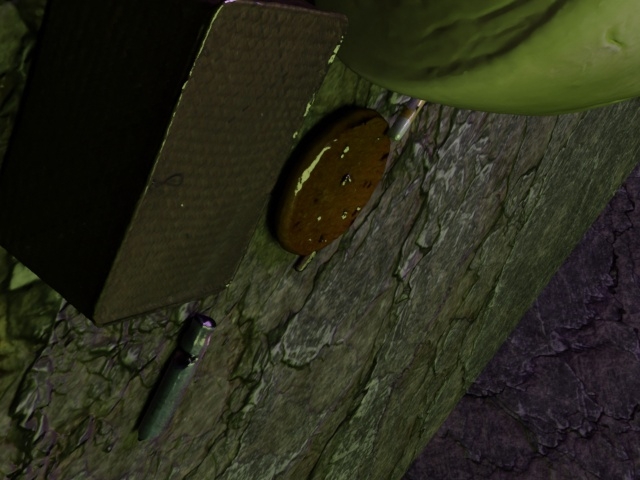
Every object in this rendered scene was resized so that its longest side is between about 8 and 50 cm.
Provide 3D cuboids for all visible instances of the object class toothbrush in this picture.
[{"bbox_3d":[0.163,-0.235,1.264,0.288,0.021,0.024,-55,147,-23],"label":"toothbrush"}]

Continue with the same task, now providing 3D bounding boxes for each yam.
[{"bbox_3d":[0.000,0.000,1.306,0.107,0.014,0.014,-53,157,-10],"label":"yam"}]

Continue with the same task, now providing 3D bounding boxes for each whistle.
[{"bbox_3d":[-0.171,0.164,1.167,0.033,0.033,0.176,-4,124,-62],"label":"whistle"}]

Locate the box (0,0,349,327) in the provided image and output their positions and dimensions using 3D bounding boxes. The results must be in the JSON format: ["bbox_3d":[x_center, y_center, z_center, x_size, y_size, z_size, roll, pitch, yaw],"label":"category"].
[{"bbox_3d":[-0.124,-0.089,0.776,0.184,0.143,0.273,-16,136,-58],"label":"box"}]

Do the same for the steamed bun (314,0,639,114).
[{"bbox_3d":[0.253,-0.290,0.944,0.456,0.289,0.371,-41,164,30],"label":"steamed bun"}]

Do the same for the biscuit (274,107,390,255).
[{"bbox_3d":[0.014,-0.071,1.211,0.212,0.036,0.212,-43,153,-28],"label":"biscuit"}]
